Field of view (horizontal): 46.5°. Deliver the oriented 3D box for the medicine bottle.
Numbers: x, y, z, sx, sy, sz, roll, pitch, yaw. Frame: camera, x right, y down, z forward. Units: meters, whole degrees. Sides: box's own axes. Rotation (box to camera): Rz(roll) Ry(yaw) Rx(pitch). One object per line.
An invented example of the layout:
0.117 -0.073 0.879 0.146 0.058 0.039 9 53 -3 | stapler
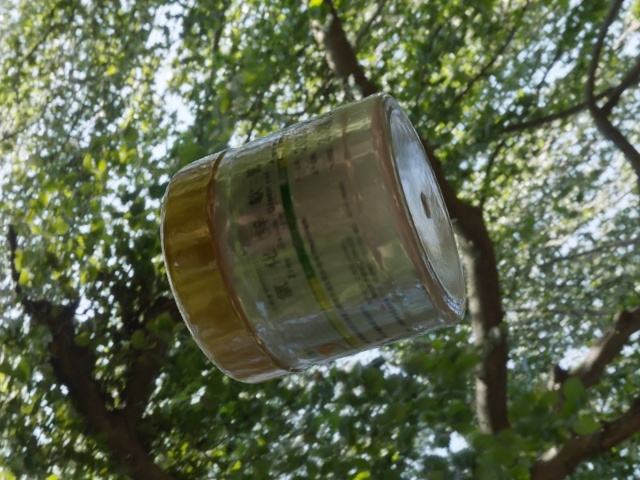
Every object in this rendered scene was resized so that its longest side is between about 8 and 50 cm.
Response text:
0.000 0.000 0.739 0.238 0.231 0.238 53 -154 -40 | medicine bottle
